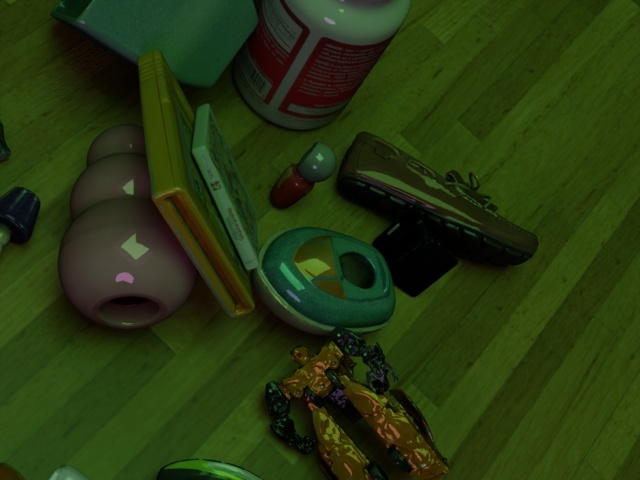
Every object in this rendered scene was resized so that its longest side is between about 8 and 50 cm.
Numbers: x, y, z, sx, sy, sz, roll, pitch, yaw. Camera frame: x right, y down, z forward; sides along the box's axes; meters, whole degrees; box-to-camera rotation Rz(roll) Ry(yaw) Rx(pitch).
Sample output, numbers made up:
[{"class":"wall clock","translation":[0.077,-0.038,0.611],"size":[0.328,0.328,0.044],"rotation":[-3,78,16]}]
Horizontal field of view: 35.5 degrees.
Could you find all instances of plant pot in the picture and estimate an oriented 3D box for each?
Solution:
[{"class":"plant pot","translation":[-0.253,-0.384,1.642],"size":[0.252,0.247,0.248],"rotation":[37,88,-29]}]

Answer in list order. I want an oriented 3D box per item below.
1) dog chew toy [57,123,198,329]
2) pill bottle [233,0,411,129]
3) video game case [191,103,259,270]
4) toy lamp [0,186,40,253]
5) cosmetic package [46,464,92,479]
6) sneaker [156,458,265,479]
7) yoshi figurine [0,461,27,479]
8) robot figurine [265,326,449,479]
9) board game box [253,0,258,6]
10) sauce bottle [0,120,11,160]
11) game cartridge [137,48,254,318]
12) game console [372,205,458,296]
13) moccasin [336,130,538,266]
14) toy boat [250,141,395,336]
[{"class":"dog chew toy","translation":[-0.291,-0.037,1.517],"size":[0.206,0.207,0.332],"rotation":[5,56,-20]},{"class":"pill bottle","translation":[0.012,-0.378,1.672],"size":[0.229,0.408,0.229],"rotation":[9,63,-18]},{"class":"video game case","translation":[-0.145,-0.088,1.552],"size":[0.026,0.227,0.206],"rotation":[-21,114,5]},{"class":"toy lamp","translation":[-0.497,0.038,1.462],"size":[0.080,0.080,0.275],"rotation":[27,59,-8]},{"class":"cosmetic package","translation":[-0.265,0.535,1.167],"size":[0.393,0.329,0.327],"rotation":[37,57,-2]},{"class":"sneaker","translation":[-0.103,0.408,1.427],"size":[0.299,0.111,0.121],"rotation":[28,63,-5]},{"class":"yoshi figurine","translation":[-0.531,0.355,1.173],"size":[0.362,0.203,0.203],"rotation":[-39,112,-42]},{"class":"robot figurine","translation":[0.051,0.278,1.533],"size":[0.211,0.085,0.291],"rotation":[-39,84,4]},{"class":"board game box","translation":[-0.208,-0.476,1.846],"size":[0.165,0.042,0.243],"rotation":[47,58,4]},{"class":"sauce bottle","translation":[-0.526,-0.186,1.581],"size":[0.042,0.042,0.128],"rotation":[-23,78,-29]},{"class":"game cartridge","translation":[-0.186,-0.087,1.495],"size":[0.052,0.285,0.324],"rotation":[-19,47,6]},{"class":"game console","translation":[0.161,0.019,1.714],"size":[0.071,0.122,0.107],"rotation":[14,48,-37]},{"class":"moccasin","translation":[0.217,-0.074,1.779],"size":[0.380,0.139,0.147],"rotation":[25,67,2]},{"class":"toy boat","translation":[0.000,0.000,1.619],"size":[0.267,0.148,0.318],"rotation":[6,57,-38]}]
